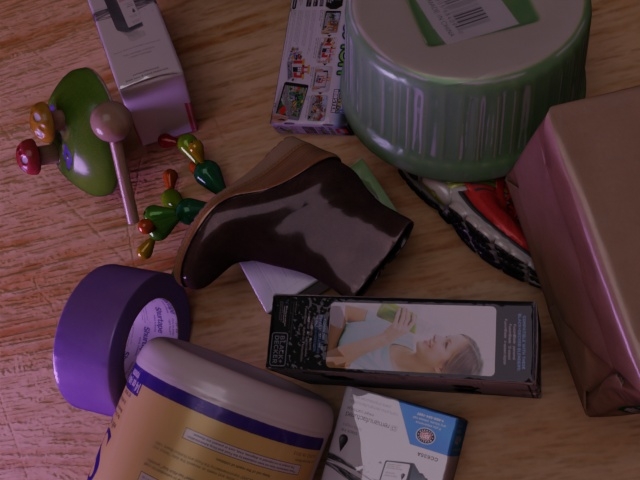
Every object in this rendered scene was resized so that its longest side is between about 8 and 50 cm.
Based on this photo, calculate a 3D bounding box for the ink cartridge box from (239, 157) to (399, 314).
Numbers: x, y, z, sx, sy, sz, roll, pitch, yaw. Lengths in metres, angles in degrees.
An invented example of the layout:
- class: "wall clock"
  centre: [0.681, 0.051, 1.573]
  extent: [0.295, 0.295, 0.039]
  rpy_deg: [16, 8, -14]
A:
- class: "ink cartridge box"
  centre: [0.000, 0.000, 1.001]
  extent: [0.209, 0.062, 0.109]
  rpy_deg: [-34, 69, 7]

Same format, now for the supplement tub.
- class: "supplement tub"
  centre: [-0.148, 0.300, 0.877]
  extent: [0.241, 0.241, 0.331]
  rpy_deg: [19, 82, 21]

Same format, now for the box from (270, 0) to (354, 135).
- class: "box"
  centre: [0.003, -0.250, 1.077]
  extent: [0.114, 0.036, 0.207]
  rpy_deg: [5, 78, 18]

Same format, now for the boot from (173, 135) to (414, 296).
- class: "boot"
  centre: [-0.038, 0.009, 0.926]
  extent: [0.207, 0.090, 0.248]
  rpy_deg: [41, 87, 23]

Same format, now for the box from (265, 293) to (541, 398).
- class: "box"
  centre: [0.103, 0.122, 0.885]
  extent: [0.290, 0.169, 0.087]
  rpy_deg: [0, 74, 19]

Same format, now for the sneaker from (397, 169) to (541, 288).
- class: "sneaker"
  centre: [0.202, -0.061, 0.934]
  extent: [0.118, 0.107, 0.279]
  rpy_deg: [-41, 69, -1]

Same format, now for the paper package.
- class: "paper package"
  centre: [0.395, -0.006, 0.778]
  extent: [0.325, 0.168, 0.309]
  rpy_deg: [-13, 73, -6]

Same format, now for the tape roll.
- class: "tape roll"
  centre: [-0.245, 0.128, 0.978]
  extent: [0.080, 0.189, 0.189]
  rpy_deg: [9, 79, 19]

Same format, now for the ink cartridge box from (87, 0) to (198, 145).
- class: "ink cartridge box"
  centre: [-0.256, -0.269, 1.088]
  extent: [0.092, 0.158, 0.218]
  rpy_deg: [-18, 70, -8]

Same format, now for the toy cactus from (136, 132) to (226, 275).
- class: "toy cactus"
  centre: [-0.157, -0.049, 1.052]
  extent: [0.180, 0.112, 0.219]
  rpy_deg: [-2, 67, 7]

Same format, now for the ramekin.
- class: "ramekin"
  centre: [0.168, -0.233, 0.911]
  extent: [0.303, 0.148, 0.303]
  rpy_deg: [-3, 59, 5]

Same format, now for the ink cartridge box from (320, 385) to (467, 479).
- class: "ink cartridge box"
  centre: [0.078, 0.280, 0.898]
  extent: [0.139, 0.082, 0.191]
  rpy_deg: [12, 79, 20]

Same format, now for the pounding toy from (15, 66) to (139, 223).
- class: "pounding toy"
  centre: [-0.346, -0.132, 1.056]
  extent: [0.237, 0.110, 0.183]
  rpy_deg: [35, 130, 45]
